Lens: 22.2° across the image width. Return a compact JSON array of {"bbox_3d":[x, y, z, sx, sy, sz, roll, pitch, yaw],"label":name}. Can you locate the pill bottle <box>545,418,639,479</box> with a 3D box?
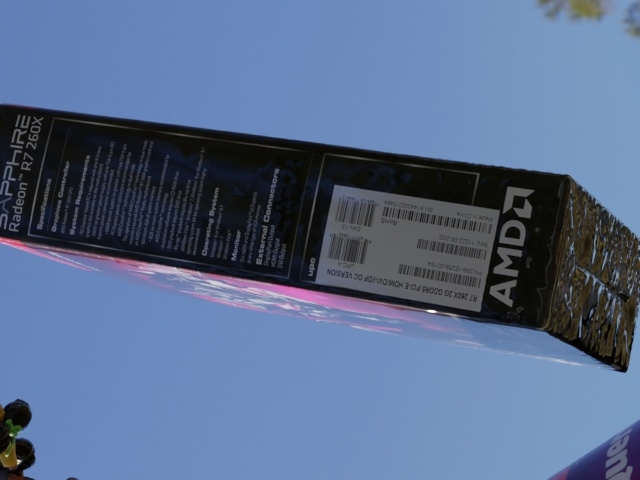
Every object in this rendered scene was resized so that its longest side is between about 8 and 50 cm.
[{"bbox_3d":[0.287,0.237,1.332,0.181,0.323,0.181,30,-142,-27],"label":"pill bottle"}]

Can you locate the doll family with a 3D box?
[{"bbox_3d":[-0.266,0.180,1.320,0.111,0.076,0.193,-30,-53,-11],"label":"doll family"}]

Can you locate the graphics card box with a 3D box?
[{"bbox_3d":[0.000,0.000,1.017,0.233,0.371,0.094,27,-108,-66],"label":"graphics card box"}]
